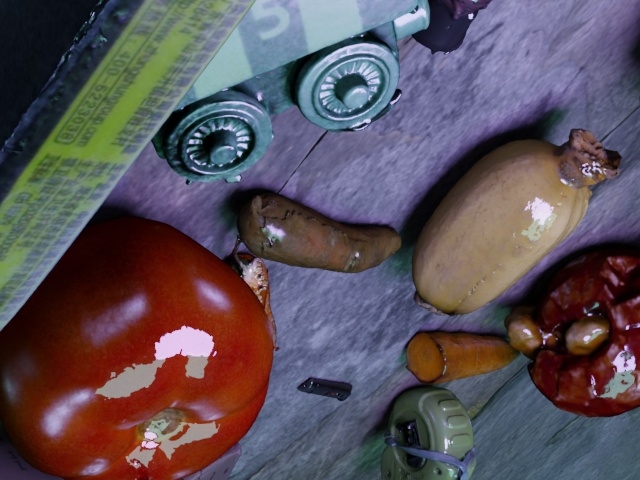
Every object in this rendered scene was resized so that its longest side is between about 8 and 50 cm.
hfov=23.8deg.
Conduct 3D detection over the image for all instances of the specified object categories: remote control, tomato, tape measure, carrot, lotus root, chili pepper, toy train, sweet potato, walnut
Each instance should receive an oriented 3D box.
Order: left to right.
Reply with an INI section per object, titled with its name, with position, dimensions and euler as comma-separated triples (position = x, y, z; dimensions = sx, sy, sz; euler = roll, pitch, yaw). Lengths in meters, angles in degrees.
[tomato]
position = -0.191, 0.103, 1.523
dimensions = 0.298, 0.226, 0.298
euler = -16, 142, -13
[toy train]
position = -0.061, -0.186, 1.250
dimensions = 0.299, 0.167, 0.238
euler = -23, 140, -8
[chili pepper]
position = -0.081, 0.067, 1.736
dimensions = 0.050, 0.059, 0.268
euler = 11, 155, 12
[sweet potato]
position = 0.000, 0.000, 1.669
dimensions = 0.075, 0.075, 0.273
euler = -41, 150, 24
[remote control]
position = 0.008, 0.202, 2.046
dimensions = 0.034, 0.016, 0.091
euler = -37, 148, 27
[tape measure]
position = 0.152, 0.285, 2.153
dimensions = 0.087, 0.154, 0.177
euler = 0, 171, -34
[carrot]
position = 0.211, 0.158, 2.086
dimensions = 0.205, 0.072, 0.072
euler = 1, 141, -42
[lotus root]
position = 0.204, -0.024, 1.729
dimensions = 0.303, 0.131, 0.146
euler = -46, 168, 32
[walnut]
position = 0.382, 0.124, 2.048
dimensions = 0.244, 0.222, 0.269
euler = -8, 175, 37

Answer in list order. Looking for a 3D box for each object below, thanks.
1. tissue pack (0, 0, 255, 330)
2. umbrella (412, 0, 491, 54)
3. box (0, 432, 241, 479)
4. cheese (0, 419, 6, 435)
[tissue pack]
position = -0.203, -0.159, 1.037
dimensions = 0.124, 0.288, 0.394
euler = 8, 136, -41
[umbrella]
position = 0.166, -0.289, 1.320
dimensions = 0.094, 0.090, 0.326
euler = -10, 147, -33
[box]
position = -0.267, 0.311, 1.690
dimensions = 0.297, 0.190, 0.225
euler = -33, 154, -56
[cheese]
position = -0.430, 0.284, 1.795
dimensions = 0.251, 0.054, 0.127
euler = -35, 150, 16
